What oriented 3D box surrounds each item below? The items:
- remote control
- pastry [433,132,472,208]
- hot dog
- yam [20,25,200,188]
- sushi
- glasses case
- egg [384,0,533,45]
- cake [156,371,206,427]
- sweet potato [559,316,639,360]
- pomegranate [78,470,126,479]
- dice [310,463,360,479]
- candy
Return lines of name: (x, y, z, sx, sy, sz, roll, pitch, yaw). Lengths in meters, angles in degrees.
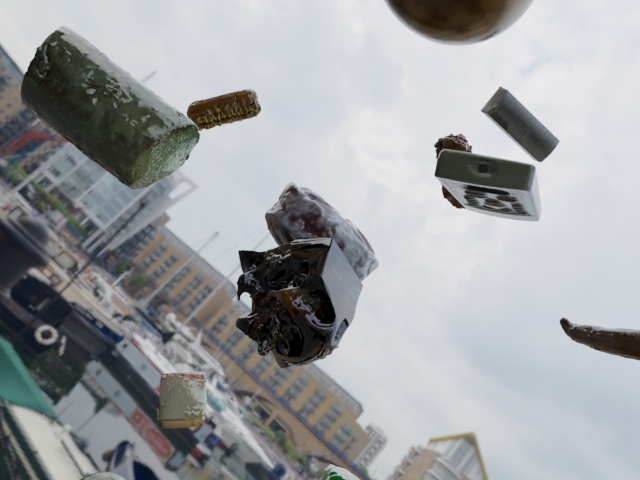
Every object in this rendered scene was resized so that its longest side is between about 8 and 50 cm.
remote control: (0.243, -0.064, 0.834, 0.123, 0.038, 0.285, 14, -3, 21)
pastry: (0.269, -0.142, 1.164, 0.087, 0.063, 0.170, 19, -40, 35)
hot dog: (-0.212, -0.283, 1.293, 0.071, 0.165, 0.045, 77, -1, -57)
yam: (-0.347, -0.207, 0.976, 0.268, 0.161, 0.161, 39, -15, -4)
sushi: (-0.051, 0.144, 1.199, 0.227, 0.213, 0.215, -7, -42, 28)
glasses case: (0.465, -0.266, 1.381, 0.205, 0.071, 0.047, 33, 11, -27)
egg: (0.235, -0.500, 1.047, 0.283, 0.282, 0.351, 60, 5, -45)
cake: (-0.263, 0.328, 1.237, 0.225, 0.090, 0.110, 79, 6, -76)
sweet potato: (0.383, 0.124, 0.722, 0.214, 0.050, 0.050, 1, -44, 52)
pomegranate: (-0.459, 0.626, 1.278, 0.248, 0.214, 0.214, 41, -13, -25)
dice: (0.035, 0.434, 0.601, 0.297, 0.300, 0.287, 39, -12, 5)
candy: (0.000, 0.000, 1.398, 0.289, 0.157, 0.214, 42, -5, -9)
